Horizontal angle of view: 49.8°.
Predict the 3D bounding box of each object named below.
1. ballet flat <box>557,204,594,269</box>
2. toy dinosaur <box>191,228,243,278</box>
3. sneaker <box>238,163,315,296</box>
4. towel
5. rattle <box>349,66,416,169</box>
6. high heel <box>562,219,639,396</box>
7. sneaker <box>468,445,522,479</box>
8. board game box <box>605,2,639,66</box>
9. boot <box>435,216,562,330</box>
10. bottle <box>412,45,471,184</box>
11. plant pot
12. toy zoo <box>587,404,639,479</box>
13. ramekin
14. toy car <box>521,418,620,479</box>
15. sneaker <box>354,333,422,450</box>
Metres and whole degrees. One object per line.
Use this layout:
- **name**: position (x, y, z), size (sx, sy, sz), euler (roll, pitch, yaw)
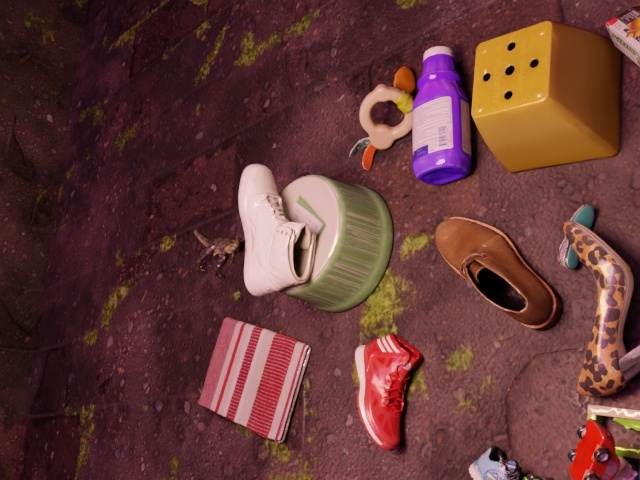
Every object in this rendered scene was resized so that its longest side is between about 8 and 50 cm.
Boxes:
- **ballet flat**: position (0.427, -0.007, 1.168), size (0.041, 0.041, 0.114), euler (16, 87, 49)
- **toy dinosaur**: position (-0.294, 0.036, 1.914), size (0.268, 0.064, 0.118), euler (8, 75, 50)
- **sneaker**: position (-0.082, -0.038, 1.457), size (0.169, 0.108, 0.292), euler (-16, 74, 41)
- **towel**: position (-0.164, 0.330, 1.681), size (0.329, 0.037, 0.237), euler (9, 81, 47)
- **rattle**: position (0.137, -0.278, 1.558), size (0.143, 0.130, 0.199), euler (-100, 21, -43)
- **high heel**: position (0.416, 0.106, 1.088), size (0.186, 0.093, 0.261), euler (-44, 57, 19)
- **sneaker**: position (0.294, 0.388, 1.110), size (0.073, 0.063, 0.162), euler (-62, 20, 11)
- **board game box**: position (0.557, -0.309, 0.993), size (0.193, 0.053, 0.305), euler (-29, 26, 18)
- **boot**: position (0.293, 0.039, 1.237), size (0.112, 0.115, 0.305), euler (-59, 42, 16)
- **bottle**: position (0.246, -0.259, 1.412), size (0.118, 0.092, 0.283), euler (-17, 64, 42)
- **plant pot**: position (0.378, -0.258, 1.199), size (0.212, 0.187, 0.212), euler (-6, 72, 45)
- **toy zoo**: position (0.468, 0.393, 0.978), size (0.192, 0.030, 0.293), euler (-5, 72, 46)
- **ramekin**: position (0.000, 0.000, 1.538), size (0.303, 0.148, 0.303), euler (-19, 62, 42)
- **toy car**: position (0.369, 0.386, 1.022), size (0.225, 0.053, 0.239), euler (133, 146, -73)
- **sneaker**: position (0.139, 0.281, 1.333), size (0.128, 0.087, 0.221), euler (-37, 53, 34)
